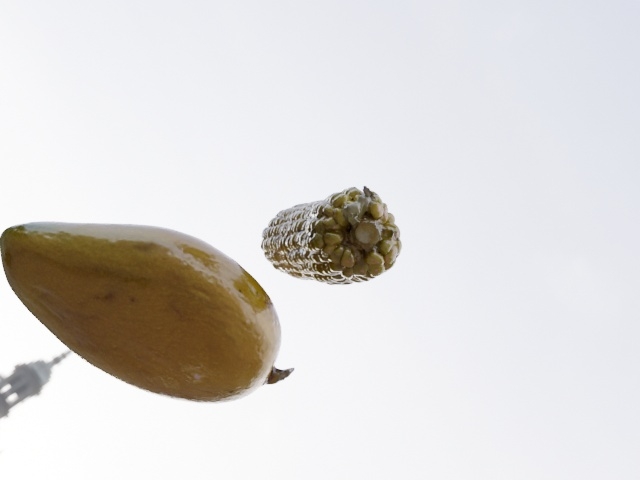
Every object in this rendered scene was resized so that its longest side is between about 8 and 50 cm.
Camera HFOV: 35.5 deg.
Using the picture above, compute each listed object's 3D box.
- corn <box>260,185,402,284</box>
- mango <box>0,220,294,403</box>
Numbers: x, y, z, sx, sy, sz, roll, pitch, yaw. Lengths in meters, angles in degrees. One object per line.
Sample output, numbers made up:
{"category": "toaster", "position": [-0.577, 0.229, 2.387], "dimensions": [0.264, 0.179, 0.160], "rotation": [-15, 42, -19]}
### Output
{"category": "corn", "position": [0.000, 0.000, 1.069], "dimensions": [0.101, 0.101, 0.291], "rotation": [63, -19, -8]}
{"category": "mango", "position": [-0.170, 0.067, 0.991], "dimensions": [0.316, 0.119, 0.177], "rotation": [21, -56, -4]}
